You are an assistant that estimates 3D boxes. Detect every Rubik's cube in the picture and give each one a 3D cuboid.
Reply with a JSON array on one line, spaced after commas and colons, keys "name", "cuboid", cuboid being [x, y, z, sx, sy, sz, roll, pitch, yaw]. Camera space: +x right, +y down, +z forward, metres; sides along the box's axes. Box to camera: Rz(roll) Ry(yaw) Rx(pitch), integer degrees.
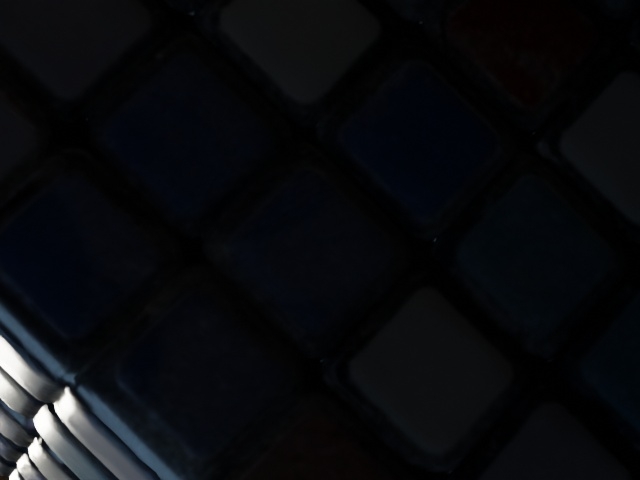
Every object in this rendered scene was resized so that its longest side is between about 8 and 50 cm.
[{"name": "Rubik's cube", "cuboid": [0.000, 0.000, 0.726, 0.293, 0.287, 0.292, 43, 161, 2]}]
